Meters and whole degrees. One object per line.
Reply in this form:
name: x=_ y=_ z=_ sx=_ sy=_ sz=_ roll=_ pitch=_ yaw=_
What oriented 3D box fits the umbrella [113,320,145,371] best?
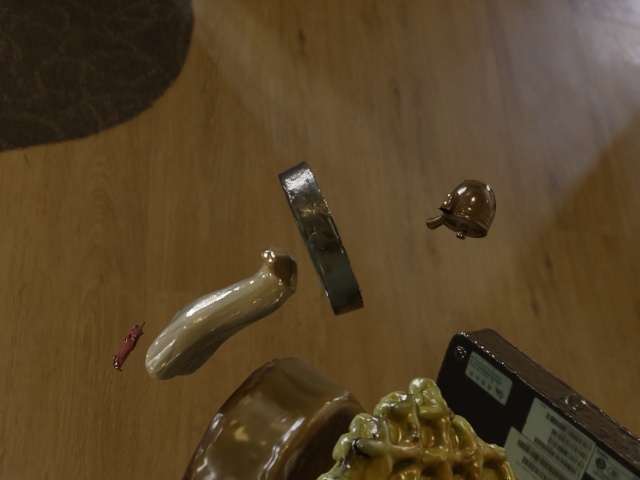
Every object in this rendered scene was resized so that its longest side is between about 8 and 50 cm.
umbrella: x=-0.316 y=0.170 z=1.314 sx=0.025 sy=0.027 sz=0.165 roll=27 pitch=17 yaw=-7

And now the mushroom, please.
mushroom: x=-0.176 y=0.141 z=1.504 sx=0.329 sy=0.159 sz=0.122 roll=-36 pitch=110 yaw=5

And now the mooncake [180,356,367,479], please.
mooncake: x=-0.086 y=0.438 z=1.580 sx=0.246 sy=0.393 sz=0.394 roll=25 pitch=21 yaw=24

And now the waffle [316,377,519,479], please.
waffle: x=0.079 y=0.225 z=0.605 sx=0.204 sy=0.054 sz=0.223 roll=50 pitch=47 yaw=-5

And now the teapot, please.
teapot: x=0.182 y=-0.042 z=1.085 sx=0.085 sy=0.110 sz=0.080 roll=32 pitch=72 yaw=-27

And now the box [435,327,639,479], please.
box: x=0.258 y=0.272 z=0.913 sx=0.058 sy=0.211 sz=0.350 roll=-5 pitch=29 yaw=-38

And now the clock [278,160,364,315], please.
clock: x=0.000 y=0.000 z=1.381 sx=0.055 sy=0.280 sz=0.280 roll=-22 pitch=72 yaw=-2
